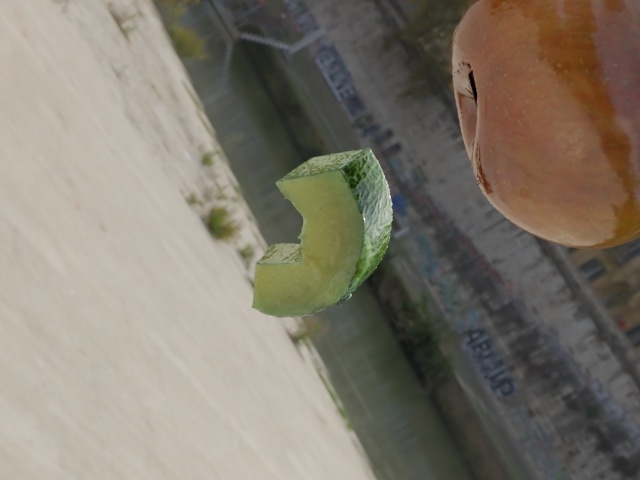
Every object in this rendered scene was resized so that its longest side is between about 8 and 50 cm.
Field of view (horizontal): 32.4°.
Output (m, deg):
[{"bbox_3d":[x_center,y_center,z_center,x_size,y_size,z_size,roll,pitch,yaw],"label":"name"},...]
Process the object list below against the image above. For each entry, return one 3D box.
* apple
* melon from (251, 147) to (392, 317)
[{"bbox_3d":[0.193,-0.110,0.875,0.210,0.173,0.235,86,4,-52],"label":"apple"},{"bbox_3d":[0.000,0.000,1.051,0.064,0.118,0.210,-51,158,-48],"label":"melon"}]
